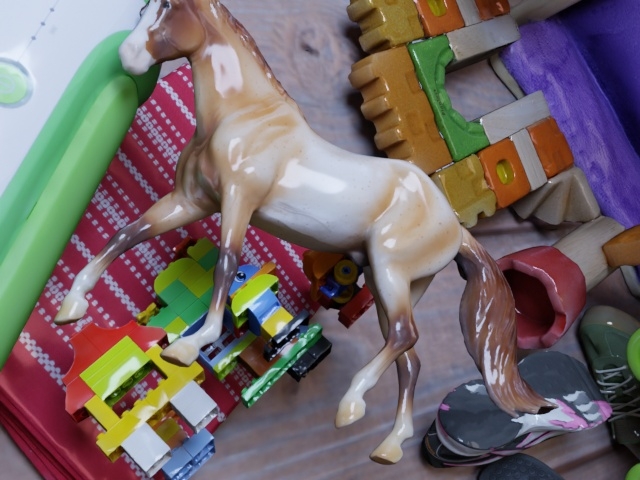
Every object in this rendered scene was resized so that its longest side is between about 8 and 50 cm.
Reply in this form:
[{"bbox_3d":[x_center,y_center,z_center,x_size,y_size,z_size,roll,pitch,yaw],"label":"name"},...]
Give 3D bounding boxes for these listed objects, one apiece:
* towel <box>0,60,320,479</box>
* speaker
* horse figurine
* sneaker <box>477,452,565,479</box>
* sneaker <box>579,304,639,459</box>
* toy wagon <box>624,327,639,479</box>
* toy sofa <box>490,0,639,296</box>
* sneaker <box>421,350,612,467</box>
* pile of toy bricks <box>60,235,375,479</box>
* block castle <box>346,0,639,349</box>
[{"bbox_3d":[-0.102,0.018,0.499,0.199,0.031,0.275,53,53,-14],"label":"towel"},{"bbox_3d":[-0.175,-0.018,0.354,0.131,0.131,0.297,34,57,-26],"label":"speaker"},{"bbox_3d":[0.000,0.000,0.384,0.263,0.066,0.175,26,65,-12],"label":"horse figurine"},{"bbox_3d":[0.220,0.309,0.636,0.090,0.145,0.270,-35,64,-11],"label":"sneaker"},{"bbox_3d":[0.310,0.158,0.751,0.192,0.064,0.086,51,50,-20],"label":"sneaker"},{"bbox_3d":[0.378,0.180,0.720,0.267,0.068,0.345,-8,100,-41],"label":"toy wagon"},{"bbox_3d":[0.349,-0.122,0.798,0.363,0.150,0.177,54,52,-13],"label":"toy sofa"},{"bbox_3d":[0.154,0.143,0.633,0.178,0.077,0.072,-2,55,-28],"label":"sneaker"},{"bbox_3d":[-0.057,0.040,0.459,0.105,0.118,0.212,41,65,17],"label":"pile of toy bricks"},{"bbox_3d":[0.182,-0.151,0.583,0.212,0.303,0.454,-27,94,-37],"label":"block castle"}]
